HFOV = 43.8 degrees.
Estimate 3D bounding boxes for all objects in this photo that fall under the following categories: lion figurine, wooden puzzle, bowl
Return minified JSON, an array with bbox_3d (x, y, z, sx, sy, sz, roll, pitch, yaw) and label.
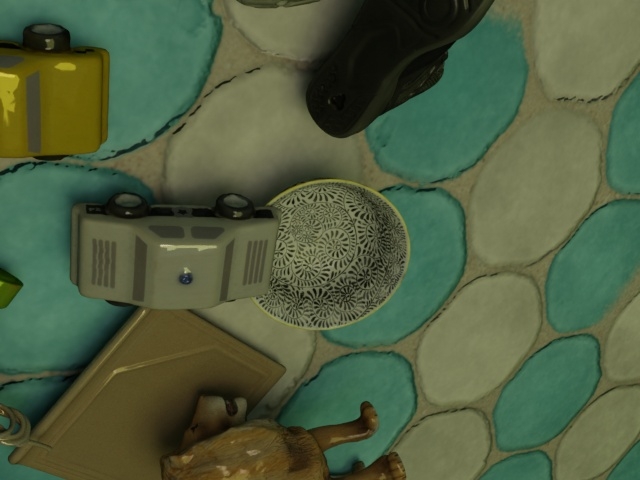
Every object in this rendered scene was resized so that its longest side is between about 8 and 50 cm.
[{"bbox_3d":[-0.037,0.302,0.928,0.240,0.142,0.392,-18,140,-11],"label":"lion figurine"},{"bbox_3d":[-0.175,0.176,0.849,0.221,0.044,0.238,-48,137,3],"label":"wooden puzzle"},{"bbox_3d":[0.000,0.000,0.807,0.170,0.080,0.170,-4,119,-7],"label":"bowl"}]

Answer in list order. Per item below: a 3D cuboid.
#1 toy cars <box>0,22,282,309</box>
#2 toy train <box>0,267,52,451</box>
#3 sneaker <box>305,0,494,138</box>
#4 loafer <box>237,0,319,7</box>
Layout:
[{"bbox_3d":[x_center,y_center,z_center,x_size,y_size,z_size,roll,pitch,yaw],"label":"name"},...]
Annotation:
[{"bbox_3d":[-0.185,-0.039,0.637,0.176,0.087,0.393,-42,123,9],"label":"toy cars"},{"bbox_3d":[-0.300,0.083,0.679,0.248,0.105,0.143,34,84,-41],"label":"toy train"},{"bbox_3d":[0.088,-0.192,0.711,0.227,0.087,0.130,-47,177,40],"label":"sneaker"},{"bbox_3d":[0.059,-0.295,0.672,0.319,0.112,0.112,-27,92,-10],"label":"loafer"}]
